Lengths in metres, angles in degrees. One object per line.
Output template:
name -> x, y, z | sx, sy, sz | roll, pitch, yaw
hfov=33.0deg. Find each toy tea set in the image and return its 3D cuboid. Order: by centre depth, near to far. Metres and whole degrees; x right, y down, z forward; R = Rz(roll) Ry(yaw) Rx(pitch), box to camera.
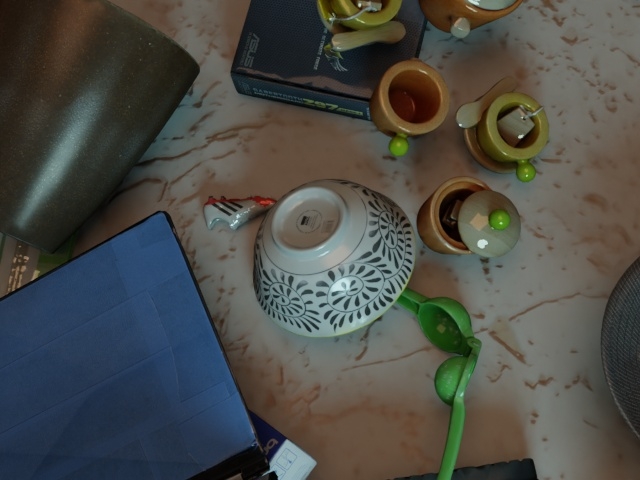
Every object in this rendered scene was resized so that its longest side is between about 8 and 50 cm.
toy tea set -> 0.138, -0.152, 1.032 | 0.200, 0.124, 0.336 | -20, 87, -19

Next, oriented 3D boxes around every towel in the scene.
towel -> -0.334, 0.019, 1.124 | 0.152, 0.023, 0.113 | 9, 77, 6

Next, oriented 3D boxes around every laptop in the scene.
laptop -> -0.258, 0.217, 0.887 | 0.382, 0.408, 0.236 | -28, 106, 11

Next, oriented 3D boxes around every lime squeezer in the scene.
lime squeezer -> 0.102, 0.108, 1.003 | 0.110, 0.059, 0.310 | 4, 47, -26

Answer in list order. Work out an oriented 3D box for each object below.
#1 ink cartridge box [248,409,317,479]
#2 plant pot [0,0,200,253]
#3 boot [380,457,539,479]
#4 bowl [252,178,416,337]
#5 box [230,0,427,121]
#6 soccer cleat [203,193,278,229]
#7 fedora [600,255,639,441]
ink cartridge box -> -0.099, 0.259, 0.987 | 0.046, 0.097, 0.207 | 43, 79, -28
plant pot -> -0.264, -0.112, 1.063 | 0.215, 0.215, 0.230 | 23, 83, 12
boot -> 0.099, 0.313, 0.952 | 0.246, 0.094, 0.207 | -9, 69, -3
bowl -> 0.000, 0.000, 1.034 | 0.170, 0.080, 0.170 | -11, 56, 16
box -> 0.023, -0.250, 1.142 | 0.183, 0.059, 0.233 | 14, 77, 8
soccer cleat -> -0.080, -0.028, 1.107 | 0.083, 0.029, 0.036 | -1, 82, 9
fedora -> 0.371, 0.107, 0.968 | 0.275, 0.124, 0.244 | -37, 75, -12
